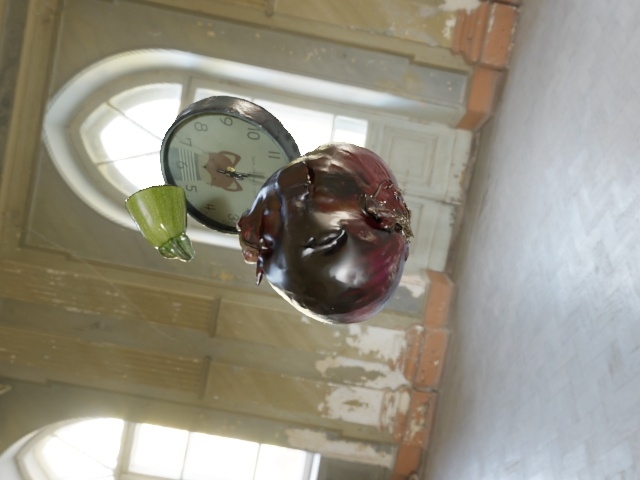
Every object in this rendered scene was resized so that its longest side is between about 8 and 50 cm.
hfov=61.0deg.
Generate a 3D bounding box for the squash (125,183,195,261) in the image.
[{"bbox_3d":[-0.262,-0.014,0.919,0.105,0.105,0.132,108,142,-70],"label":"squash"}]

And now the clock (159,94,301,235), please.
[{"bbox_3d":[-0.198,-0.155,1.199,0.067,0.325,0.325,-69,-6,-52],"label":"clock"}]

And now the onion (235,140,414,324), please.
[{"bbox_3d":[0.020,-0.003,0.777,0.221,0.281,0.281,62,-151,-50],"label":"onion"}]
